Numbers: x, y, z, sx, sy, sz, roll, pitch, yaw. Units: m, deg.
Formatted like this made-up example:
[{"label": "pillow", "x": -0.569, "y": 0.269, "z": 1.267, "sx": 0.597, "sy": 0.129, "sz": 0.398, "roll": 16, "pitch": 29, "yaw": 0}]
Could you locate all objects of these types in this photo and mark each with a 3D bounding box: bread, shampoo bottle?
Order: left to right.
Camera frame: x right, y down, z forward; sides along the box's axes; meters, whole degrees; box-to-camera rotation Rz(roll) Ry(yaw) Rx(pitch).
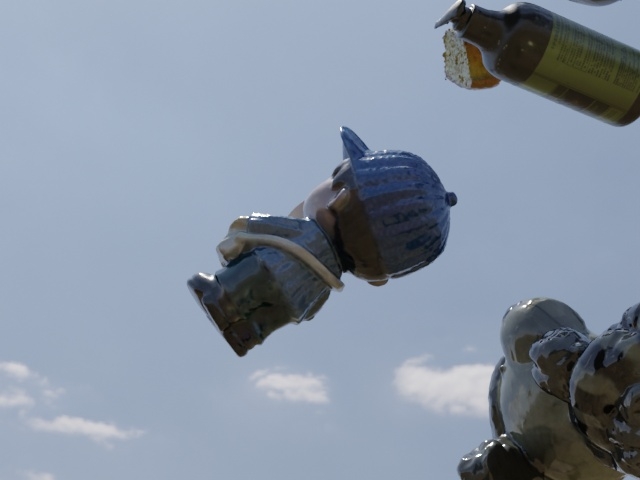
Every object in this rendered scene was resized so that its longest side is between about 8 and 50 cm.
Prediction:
[{"label": "bread", "x": 0.259, "y": -0.319, "z": 1.360, "sx": 0.065, "sy": 0.187, "sz": 0.103, "roll": -11, "pitch": -64, "yaw": -3}, {"label": "shampoo bottle", "x": 0.286, "y": -0.236, "z": 0.994, "sx": 0.283, "sy": 0.101, "sz": 0.101, "roll": 19, "pitch": -40, "yaw": -13}]

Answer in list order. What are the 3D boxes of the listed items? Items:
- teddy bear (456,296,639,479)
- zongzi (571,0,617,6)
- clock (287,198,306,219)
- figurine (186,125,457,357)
[{"label": "teddy bear", "x": 0.176, "y": 0.106, "z": 0.527, "sx": 0.171, "sy": 0.144, "sz": 0.251, "roll": -19, "pitch": -9, "yaw": -42}, {"label": "zongzi", "x": 0.416, "y": -0.473, "z": 1.355, "sx": 0.356, "sy": 0.393, "sz": 0.174, "roll": 36, "pitch": -32, "yaw": -32}, {"label": "clock", "x": -0.001, "y": -0.016, "z": 1.535, "sx": 0.229, "sy": 0.063, "sz": 0.156, "roll": -37, "pitch": -34, "yaw": -2}, {"label": "figurine", "x": 0.004, "y": 0.004, "z": 0.392, "sx": 0.079, "sy": 0.136, "sz": 0.077, "roll": 25, "pitch": -30, "yaw": 49}]
